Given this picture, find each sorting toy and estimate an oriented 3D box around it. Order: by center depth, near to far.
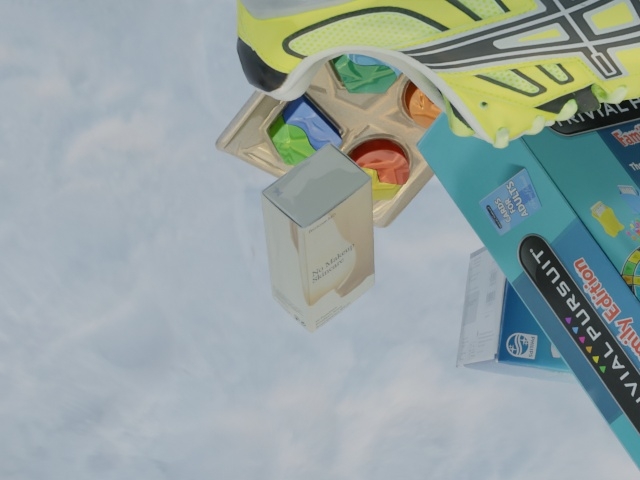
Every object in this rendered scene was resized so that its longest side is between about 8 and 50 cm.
[{"bbox_3d":[0.043,-0.107,1.356,0.208,0.038,0.193,23,119,-34],"label":"sorting toy"}]

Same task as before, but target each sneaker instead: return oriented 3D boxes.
[{"bbox_3d":[0.137,-0.118,0.873,0.385,0.145,0.147,11,95,2],"label":"sneaker"}]

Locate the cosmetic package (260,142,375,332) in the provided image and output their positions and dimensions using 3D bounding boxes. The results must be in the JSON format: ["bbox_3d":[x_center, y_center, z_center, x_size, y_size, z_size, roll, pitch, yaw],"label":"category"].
[{"bbox_3d":[0.000,0.000,0.995,0.060,0.115,0.041,-38,61,-20],"label":"cosmetic package"}]

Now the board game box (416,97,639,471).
[{"bbox_3d":[0.254,0.025,1.046,0.254,0.079,0.336,-15,64,-41],"label":"board game box"}]

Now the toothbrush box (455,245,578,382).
[{"bbox_3d":[0.296,0.081,1.518,0.296,0.216,0.126,9,83,-3],"label":"toothbrush box"}]
